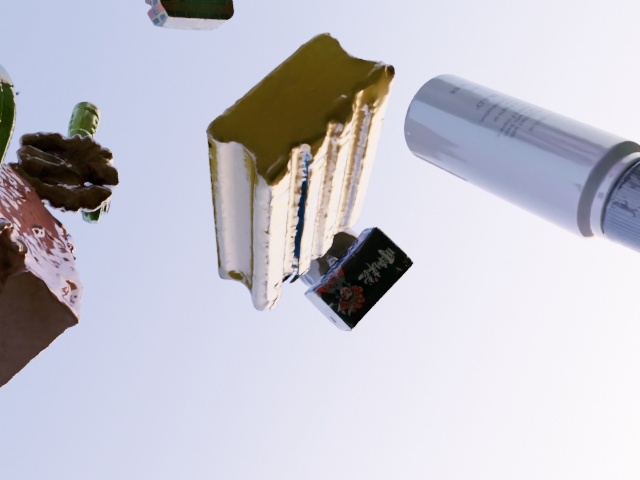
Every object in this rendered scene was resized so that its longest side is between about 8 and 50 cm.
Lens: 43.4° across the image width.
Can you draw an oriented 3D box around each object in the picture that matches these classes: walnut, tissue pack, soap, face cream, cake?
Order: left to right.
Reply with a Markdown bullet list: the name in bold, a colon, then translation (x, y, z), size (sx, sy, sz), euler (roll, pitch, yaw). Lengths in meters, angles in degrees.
- **cake**: translation (-0.517, 0.038, 1.106), size (0.293, 0.314, 0.306), euler (-37, -63, 4)
- **walnut**: translation (-0.412, -0.107, 1.297), size (0.170, 0.069, 0.142), euler (21, -123, -9)
- **soap**: translation (-0.030, -0.066, 0.932), size (0.204, 0.096, 0.324), euler (-44, -17, -25)
- **tissue pack**: translation (0.068, 0.067, 1.419), size (0.103, 0.090, 0.170), euler (44, -107, -3)
- **face cream**: translation (0.204, -0.061, 0.689), size (0.092, 0.311, 0.092), euler (-19, -56, -31)

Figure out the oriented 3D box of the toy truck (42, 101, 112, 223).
- **toy truck**: translation (-0.458, -0.135, 1.502), size (0.148, 0.187, 0.210), euler (13, -63, -11)

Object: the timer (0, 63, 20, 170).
- **timer**: translation (-0.251, -0.058, 0.502), size (0.047, 0.128, 0.140), euler (14, -82, -59)

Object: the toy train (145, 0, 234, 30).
- **toy train**: translation (-0.251, -0.468, 1.573), size (0.188, 0.072, 0.099), euler (-6, -95, -36)

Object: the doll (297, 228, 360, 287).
- **doll**: translation (0.000, 0.000, 1.758), size (0.174, 0.330, 0.235), euler (-40, -29, 2)
